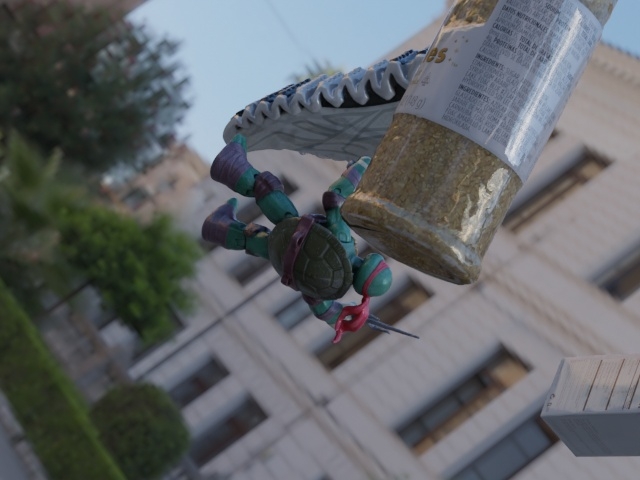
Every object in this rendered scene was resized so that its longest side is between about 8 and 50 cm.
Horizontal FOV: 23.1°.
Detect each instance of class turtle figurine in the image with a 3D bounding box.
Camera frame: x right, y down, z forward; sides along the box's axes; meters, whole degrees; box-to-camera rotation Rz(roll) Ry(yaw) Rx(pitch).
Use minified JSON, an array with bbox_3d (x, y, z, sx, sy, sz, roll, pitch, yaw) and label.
[{"bbox_3d":[0.000,0.000,1.472,0.234,0.175,0.118,28,20,20],"label":"turtle figurine"}]

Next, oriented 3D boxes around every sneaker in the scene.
[{"bbox_3d":[0.031,-0.119,1.622,0.110,0.292,0.118,-38,113,-60],"label":"sneaker"}]

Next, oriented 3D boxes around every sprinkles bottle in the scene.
[{"bbox_3d":[0.147,-0.145,1.215,0.121,0.355,0.121,28,-8,4],"label":"sprinkles bottle"}]

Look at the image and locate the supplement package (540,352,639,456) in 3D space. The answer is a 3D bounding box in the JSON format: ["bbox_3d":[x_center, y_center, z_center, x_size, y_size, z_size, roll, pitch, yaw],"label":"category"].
[{"bbox_3d":[0.413,0.226,2.145,0.179,0.105,0.105,-7,-45,43],"label":"supplement package"}]
